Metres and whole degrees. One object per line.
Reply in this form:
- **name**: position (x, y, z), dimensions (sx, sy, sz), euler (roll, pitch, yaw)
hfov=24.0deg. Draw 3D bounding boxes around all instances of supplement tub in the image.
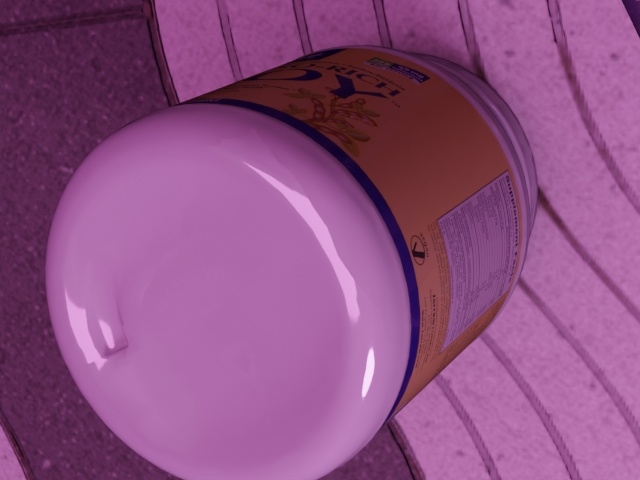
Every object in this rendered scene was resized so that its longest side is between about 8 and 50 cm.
- **supplement tub**: position (0.000, 0.000, 1.010), dimensions (0.241, 0.331, 0.241), euler (8, 109, 24)

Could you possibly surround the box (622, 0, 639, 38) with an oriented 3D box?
- **box**: position (0.291, -0.249, 0.924), dimensions (0.261, 0.103, 0.184), euler (-25, 91, 30)
